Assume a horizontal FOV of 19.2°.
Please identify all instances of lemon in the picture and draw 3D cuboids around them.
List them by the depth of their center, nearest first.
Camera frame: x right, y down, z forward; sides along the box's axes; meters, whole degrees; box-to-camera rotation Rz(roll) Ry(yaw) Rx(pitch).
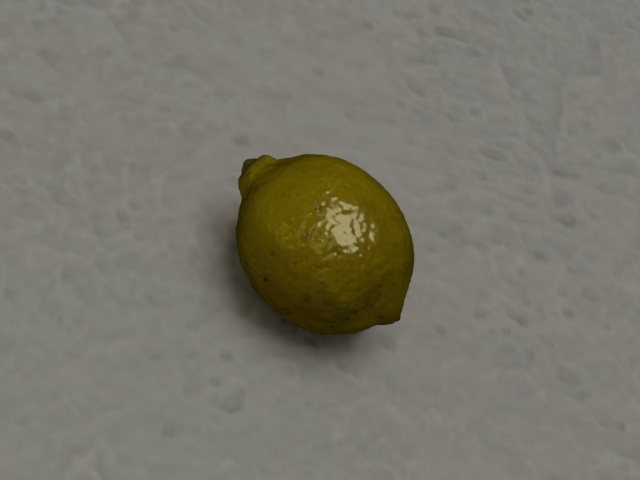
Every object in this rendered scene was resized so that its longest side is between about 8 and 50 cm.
[{"bbox_3d":[0.000,0.000,0.703,0.083,0.062,0.062,44,47,9],"label":"lemon"}]
